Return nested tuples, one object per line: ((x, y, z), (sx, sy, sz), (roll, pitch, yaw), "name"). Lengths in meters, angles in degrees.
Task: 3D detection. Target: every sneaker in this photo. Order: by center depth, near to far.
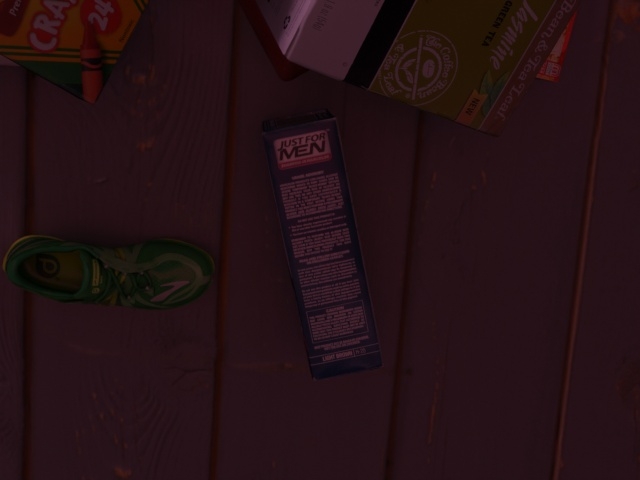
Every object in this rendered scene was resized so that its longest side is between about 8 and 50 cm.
((-0.298, 0.054, 1.349), (0.295, 0.123, 0.109), (2, 101, -7), "sneaker")

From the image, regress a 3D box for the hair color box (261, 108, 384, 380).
((0.000, 0.000, 1.341), (0.105, 0.174, 0.347), (-11, 102, -2), "hair color box")

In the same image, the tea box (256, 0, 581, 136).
((0.139, -0.354, 1.182), (0.323, 0.220, 0.329), (14, 119, -25), "tea box")

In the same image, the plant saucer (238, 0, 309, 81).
((0.001, -0.391, 1.327), (0.259, 0.048, 0.258), (-28, 103, 0), "plant saucer")

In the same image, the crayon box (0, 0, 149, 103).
((-0.365, -0.324, 1.125), (0.318, 0.081, 0.202), (27, 90, -29), "crayon box")

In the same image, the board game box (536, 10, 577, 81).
((0.309, -0.319, 1.320), (0.045, 0.147, 0.193), (12, 101, -8), "board game box")

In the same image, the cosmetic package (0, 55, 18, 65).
((-0.548, -0.333, 1.168), (0.385, 0.156, 0.217), (2, 104, -25), "cosmetic package")
